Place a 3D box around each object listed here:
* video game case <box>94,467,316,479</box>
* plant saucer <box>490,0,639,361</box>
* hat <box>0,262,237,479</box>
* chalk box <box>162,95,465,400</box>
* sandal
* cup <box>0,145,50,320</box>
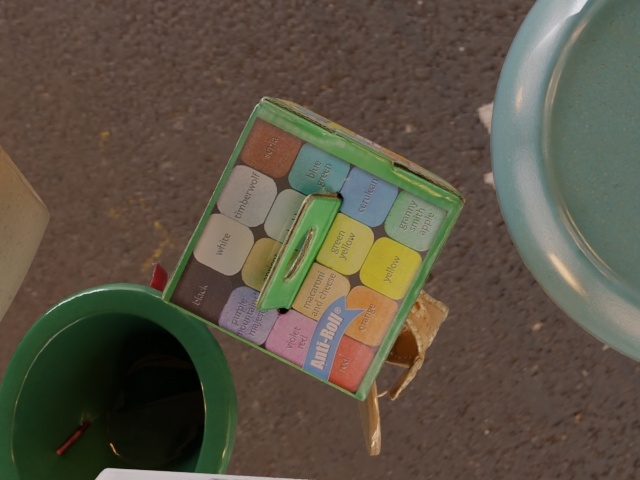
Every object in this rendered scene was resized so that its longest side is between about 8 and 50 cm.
[{"bbox_3d":[-0.051,0.148,0.506,0.157,0.143,0.019,1,104,9],"label":"video game case"},{"bbox_3d":[0.263,-0.067,0.674,0.317,0.044,0.318,0,90,16],"label":"plant saucer"},{"bbox_3d":[-0.111,0.121,0.781,0.173,0.183,0.208,14,84,17],"label":"hat"},{"bbox_3d":[0.000,0.000,0.650,0.132,0.213,0.132,27,98,0],"label":"chalk box"},{"bbox_3d":[0.058,0.048,0.839,0.088,0.079,0.240,91,172,-51],"label":"sandal"},{"bbox_3d":[-0.370,-0.017,0.898,0.237,0.331,0.331,-37,76,-8],"label":"cup"}]
